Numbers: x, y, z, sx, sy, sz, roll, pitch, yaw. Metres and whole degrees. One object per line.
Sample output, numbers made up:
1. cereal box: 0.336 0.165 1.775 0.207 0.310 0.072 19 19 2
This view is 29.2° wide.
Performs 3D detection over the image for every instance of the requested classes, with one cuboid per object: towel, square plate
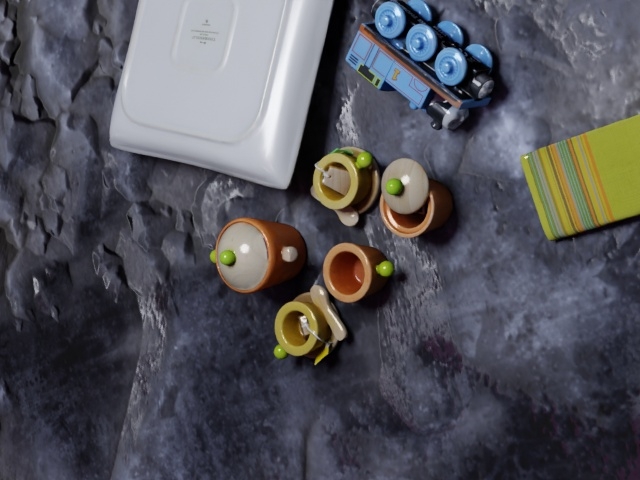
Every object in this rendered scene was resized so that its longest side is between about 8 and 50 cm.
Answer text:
1. towel: 0.324 -0.075 1.289 0.237 0.021 0.102 -19 90 41
2. square plate: -0.138 -0.264 1.583 0.347 0.049 0.344 15 94 39

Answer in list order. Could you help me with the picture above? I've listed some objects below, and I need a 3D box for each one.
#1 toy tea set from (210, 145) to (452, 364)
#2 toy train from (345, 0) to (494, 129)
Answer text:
1. toy tea set: 0.000 0.000 1.486 0.336 0.124 0.200 -47 66 30
2. toy train: 0.118 -0.204 1.416 0.184 0.080 0.105 42 126 25
